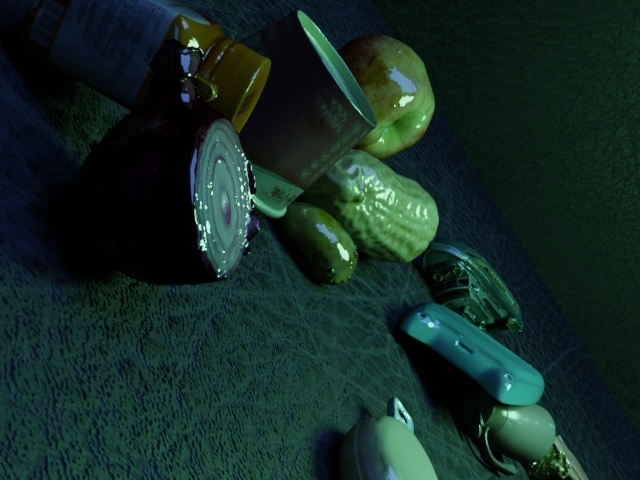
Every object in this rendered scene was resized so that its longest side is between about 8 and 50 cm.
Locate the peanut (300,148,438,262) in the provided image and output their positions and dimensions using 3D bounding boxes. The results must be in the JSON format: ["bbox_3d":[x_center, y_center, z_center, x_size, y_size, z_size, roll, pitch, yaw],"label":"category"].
[{"bbox_3d":[0.075,-0.055,1.584,0.313,0.152,0.152,21,40,-55],"label":"peanut"}]

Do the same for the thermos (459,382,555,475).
[{"bbox_3d":[0.305,0.318,1.677,0.193,0.105,0.137,31,57,-46],"label":"thermos"}]

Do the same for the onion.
[{"bbox_3d":[-0.140,-0.070,0.902,0.195,0.139,0.218,-42,129,-63],"label":"onion"}]

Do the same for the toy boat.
[{"bbox_3d":[0.289,0.095,1.981,0.296,0.114,0.122,45,41,-36],"label":"toy boat"}]

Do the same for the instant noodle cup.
[{"bbox_3d":[-0.049,-0.171,1.284,0.235,0.178,0.235,52,14,-18],"label":"instant noodle cup"}]

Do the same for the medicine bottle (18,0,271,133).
[{"bbox_3d":[-0.169,-0.190,1.011,0.222,0.112,0.149,28,13,1],"label":"medicine bottle"}]

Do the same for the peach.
[{"bbox_3d":[0.095,-0.289,1.921,0.232,0.232,0.257,36,18,-52],"label":"peach"}]

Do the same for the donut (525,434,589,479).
[{"bbox_3d":[0.450,0.475,1.821,0.199,0.085,0.233,49,19,-28],"label":"donut"}]

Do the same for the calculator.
[{"bbox_3d":[0.271,0.189,1.719,0.256,0.054,0.386,36,5,18],"label":"calculator"}]

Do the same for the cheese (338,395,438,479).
[{"bbox_3d":[0.079,0.248,1.179,0.163,0.070,0.249,50,19,-31],"label":"cheese"}]

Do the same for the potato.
[{"bbox_3d":[0.000,0.000,1.389,0.138,0.070,0.091,53,17,-18],"label":"potato"}]
